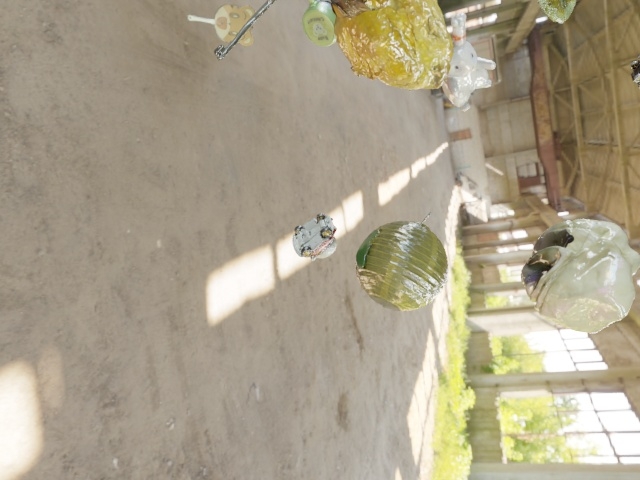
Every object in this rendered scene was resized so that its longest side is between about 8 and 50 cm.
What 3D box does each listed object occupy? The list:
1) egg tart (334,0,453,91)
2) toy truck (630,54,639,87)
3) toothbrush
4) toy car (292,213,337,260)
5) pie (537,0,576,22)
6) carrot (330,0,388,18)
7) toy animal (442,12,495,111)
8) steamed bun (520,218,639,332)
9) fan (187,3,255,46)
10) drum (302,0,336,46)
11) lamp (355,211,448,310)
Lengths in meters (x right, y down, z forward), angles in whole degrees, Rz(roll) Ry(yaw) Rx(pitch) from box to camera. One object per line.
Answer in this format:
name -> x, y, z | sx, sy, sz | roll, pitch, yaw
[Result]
egg tart -> 0.149, -0.452, 1.093 | 0.351, 0.153, 0.339 | 42, -6, 38
toy truck -> 1.194, -0.636, 1.721 | 0.192, 0.092, 0.083 | 118, -18, -59
toothbrush -> -0.212, -0.651, 1.453 | 0.297, 0.030, 0.030 | -49, 139, -8
toy car -> 0.000, 0.000, 1.412 | 0.112, 0.139, 0.112 | 39, 23, -41
pie -> 0.718, -0.757, 1.474 | 0.187, 0.041, 0.186 | 1, 88, -32
carrot -> 0.058, -0.381, 0.750 | 0.228, 0.069, 0.069 | -115, -173, -66
toy animal -> 0.403, -0.496, 1.385 | 0.138, 0.140, 0.282 | 51, 6, 23
steamed bun -> 0.617, 0.074, 1.200 | 0.320, 0.206, 0.275 | -17, 127, -80
fan -> -0.335, -0.738, 1.647 | 0.152, 0.227, 0.008 | 108, -17, -53
drum -> -0.032, -0.649, 1.318 | 0.253, 0.130, 0.049 | 52, 59, -26
lamp -> 0.223, 0.043, 1.283 | 0.284, 0.250, 0.250 | -63, 152, -11
